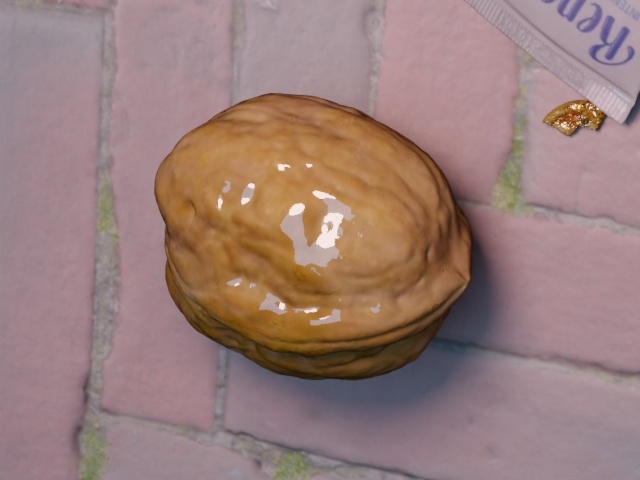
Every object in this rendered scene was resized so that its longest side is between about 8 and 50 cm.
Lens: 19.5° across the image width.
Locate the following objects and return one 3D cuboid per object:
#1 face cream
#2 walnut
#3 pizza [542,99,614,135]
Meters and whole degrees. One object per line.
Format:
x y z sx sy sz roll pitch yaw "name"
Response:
0.321 -0.348 1.872 0.235 0.137 0.420 40 123 15 "face cream"
-0.002 0.001 1.975 0.344 0.306 0.306 12 105 23 "walnut"
0.275 -0.130 1.974 0.083 0.016 0.037 -5 104 23 "pizza"
